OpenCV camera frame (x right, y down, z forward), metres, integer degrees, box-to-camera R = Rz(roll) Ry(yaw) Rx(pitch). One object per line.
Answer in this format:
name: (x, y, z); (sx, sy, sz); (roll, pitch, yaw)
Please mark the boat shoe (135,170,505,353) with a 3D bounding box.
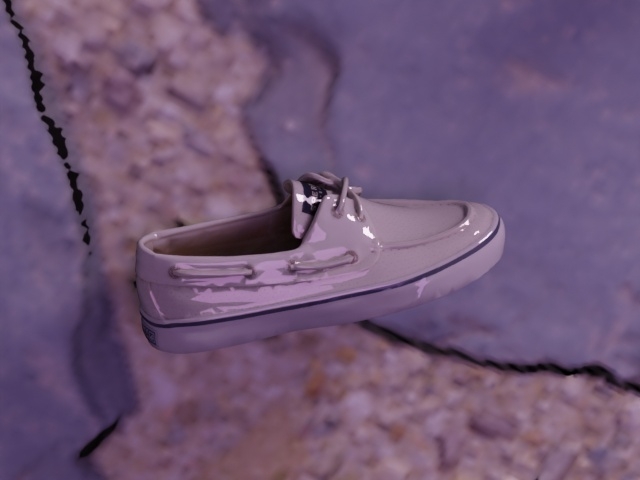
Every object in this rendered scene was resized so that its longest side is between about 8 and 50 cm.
boat shoe: (0.000, 0.000, 0.444); (0.100, 0.035, 0.035); (-12, 116, -7)
